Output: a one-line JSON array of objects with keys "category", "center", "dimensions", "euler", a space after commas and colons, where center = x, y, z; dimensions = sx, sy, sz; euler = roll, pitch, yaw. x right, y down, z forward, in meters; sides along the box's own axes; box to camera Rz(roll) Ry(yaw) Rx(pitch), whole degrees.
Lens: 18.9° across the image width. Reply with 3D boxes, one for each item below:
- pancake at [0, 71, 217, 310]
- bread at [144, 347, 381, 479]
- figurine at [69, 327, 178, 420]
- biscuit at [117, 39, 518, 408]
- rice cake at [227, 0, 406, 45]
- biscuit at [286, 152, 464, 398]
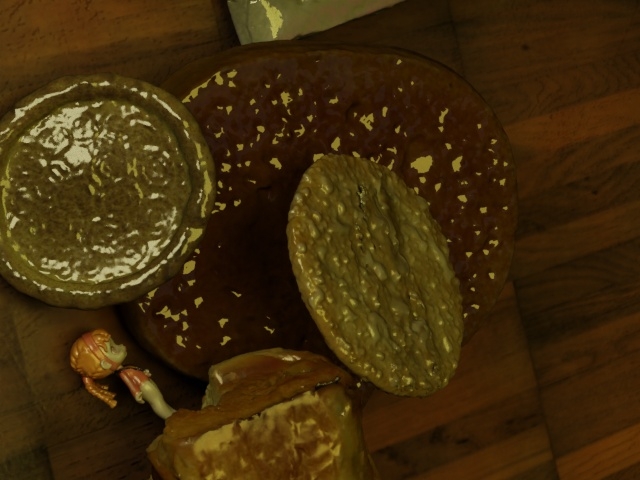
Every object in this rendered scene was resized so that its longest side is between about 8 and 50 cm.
[{"category": "pancake", "center": [-0.180, -0.040, 1.517], "dimensions": [0.199, 0.021, 0.199], "euler": [0, 87, 3]}, {"category": "bread", "center": [-0.027, 0.260, 1.564], "dimensions": [0.195, 0.149, 0.344], "euler": [-21, 107, -21]}, {"category": "figurine", "center": [-0.158, 0.117, 1.563], "dimensions": [0.109, 0.064, 0.047], "euler": [40, 89, -15]}, {"category": "biscuit", "center": [-0.005, 0.000, 1.654], "dimensions": [0.394, 0.070, 0.350], "euler": [5, 93, -31]}, {"category": "rice cake", "center": [0.042, -0.254, 1.708], "dimensions": [0.298, 0.050, 0.106], "euler": [-23, 101, -31]}, {"category": "biscuit", "center": [0.049, 0.028, 1.578], "dimensions": [0.220, 0.033, 0.220], "euler": [28, 50, -41]}]
